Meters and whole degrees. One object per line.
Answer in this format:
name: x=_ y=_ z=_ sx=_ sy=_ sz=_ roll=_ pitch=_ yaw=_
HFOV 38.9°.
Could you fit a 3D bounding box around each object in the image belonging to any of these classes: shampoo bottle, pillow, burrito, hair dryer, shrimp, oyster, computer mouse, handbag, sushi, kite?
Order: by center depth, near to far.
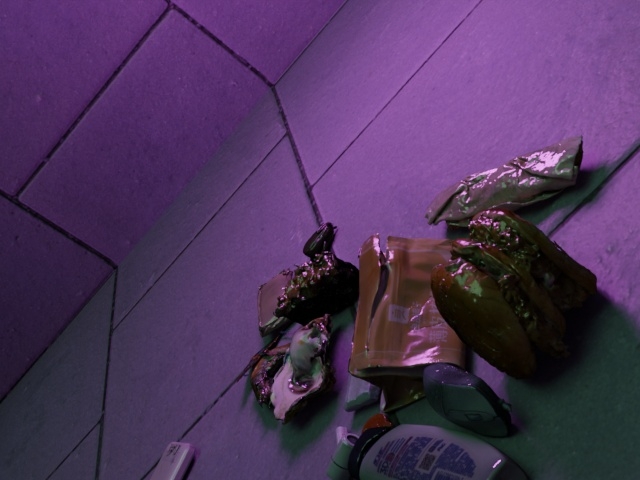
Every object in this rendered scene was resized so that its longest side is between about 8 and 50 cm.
shampoo bottle: x=0.177 y=0.361 z=1.446 sx=0.134 sy=0.078 sz=0.359 roll=-58 pitch=24 yaw=-18
computer mouse: x=0.226 y=0.261 z=1.456 sx=0.068 sy=0.113 sz=0.229 roll=-43 pitch=18 yaw=-12
hair dryer: x=0.045 y=0.381 z=1.693 sx=0.137 sy=0.047 sz=0.082 roll=-91 pitch=24 yaw=-71
burrito: x=0.345 y=-0.096 z=1.752 sx=0.392 sy=0.076 sz=0.117 roll=-23 pitch=39 yaw=49
oyster: x=-0.030 y=0.279 z=1.932 sx=0.223 sy=0.083 sz=0.214 roll=-54 pitch=20 yaw=14
shrimp: x=-0.100 y=0.302 z=2.073 sx=0.150 sy=0.051 sz=0.217 roll=-43 pitch=21 yaw=7
sushi: x=-0.005 y=0.102 z=2.081 sx=0.212 sy=0.115 sz=0.147 roll=-34 pitch=31 yaw=39
kite: x=-0.147 y=0.275 z=2.191 sx=0.183 sy=0.010 sz=0.160 roll=-47 pitch=6 yaw=-23
pillow: x=-0.113 y=0.154 z=2.282 sx=0.119 sy=0.053 sz=0.208 roll=-40 pitch=27 yaw=19
handbag: x=0.000 y=0.000 z=2.291 sx=0.111 sy=0.047 sz=0.072 roll=-57 pitch=19 yaw=-7

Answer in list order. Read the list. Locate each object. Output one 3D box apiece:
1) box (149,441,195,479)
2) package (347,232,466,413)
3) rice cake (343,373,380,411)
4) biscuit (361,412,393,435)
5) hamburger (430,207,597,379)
box: x=-0.396 y=0.620 z=2.188 sx=0.142 sy=0.044 sz=0.285 roll=-15 pitch=45 yaw=58
package: x=0.151 y=0.131 z=1.695 sx=0.221 sy=0.165 sz=0.311 roll=-34 pitch=31 yaw=37
rice cake: x=0.094 y=0.237 z=1.809 sx=0.080 sy=0.042 sz=0.221 roll=-38 pitch=29 yaw=41
biscuit: x=0.105 y=0.356 z=1.660 sx=0.078 sy=0.015 sz=0.091 roll=-38 pitch=28 yaw=29
hamburger: x=0.303 y=0.080 z=1.427 sx=0.211 sy=0.245 sz=0.260 roll=-47 pitch=62 yaw=-5
